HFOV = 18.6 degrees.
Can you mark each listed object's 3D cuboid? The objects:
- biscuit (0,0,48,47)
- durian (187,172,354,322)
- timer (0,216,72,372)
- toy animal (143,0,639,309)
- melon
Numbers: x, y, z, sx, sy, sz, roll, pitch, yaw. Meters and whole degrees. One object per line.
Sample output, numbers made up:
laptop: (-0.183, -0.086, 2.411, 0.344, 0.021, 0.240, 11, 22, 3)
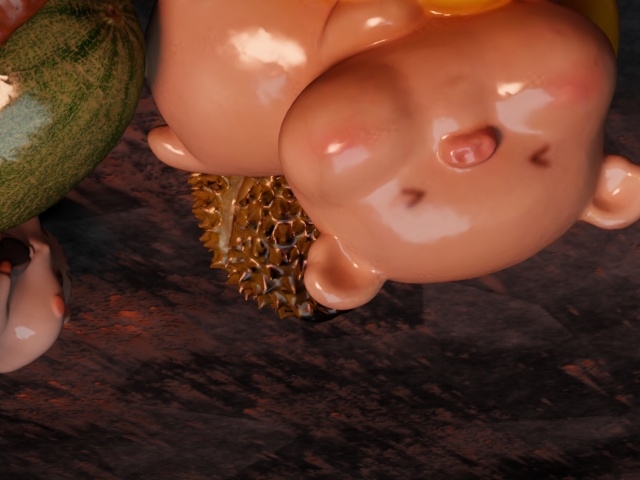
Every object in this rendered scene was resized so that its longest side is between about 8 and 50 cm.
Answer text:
biscuit: (-0.304, -0.216, 1.084, 0.359, 0.046, 0.359, 7, 136, 7)
durian: (0.000, 0.000, 1.574, 0.237, 0.138, 0.193, 19, 148, -38)
timer: (-0.332, 0.041, 1.551, 0.315, 0.291, 0.290, -7, 165, -46)
toy animal: (0.038, -0.089, 1.256, 0.345, 0.247, 0.277, -4, 153, 5)
melon: (-0.237, -0.094, 1.307, 0.182, 0.182, 0.287, 19, 143, -37)
